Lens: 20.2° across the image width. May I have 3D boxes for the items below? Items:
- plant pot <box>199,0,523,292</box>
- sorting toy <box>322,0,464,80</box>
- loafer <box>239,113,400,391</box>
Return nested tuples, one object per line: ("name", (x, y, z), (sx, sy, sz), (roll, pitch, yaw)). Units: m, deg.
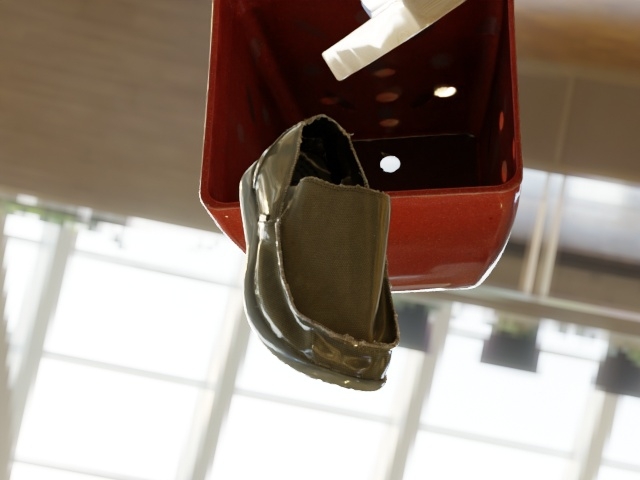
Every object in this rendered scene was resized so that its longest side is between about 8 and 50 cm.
("plant pot", (0.051, -0.085, 1.626), (0.267, 0.267, 0.235), (-3, 148, 8))
("sorting toy", (0.116, -0.226, 1.181), (0.089, 0.257, 0.255), (56, 170, -5))
("loafer", (0.000, 0.000, 1.195), (0.094, 0.087, 0.251), (14, -147, -25))
